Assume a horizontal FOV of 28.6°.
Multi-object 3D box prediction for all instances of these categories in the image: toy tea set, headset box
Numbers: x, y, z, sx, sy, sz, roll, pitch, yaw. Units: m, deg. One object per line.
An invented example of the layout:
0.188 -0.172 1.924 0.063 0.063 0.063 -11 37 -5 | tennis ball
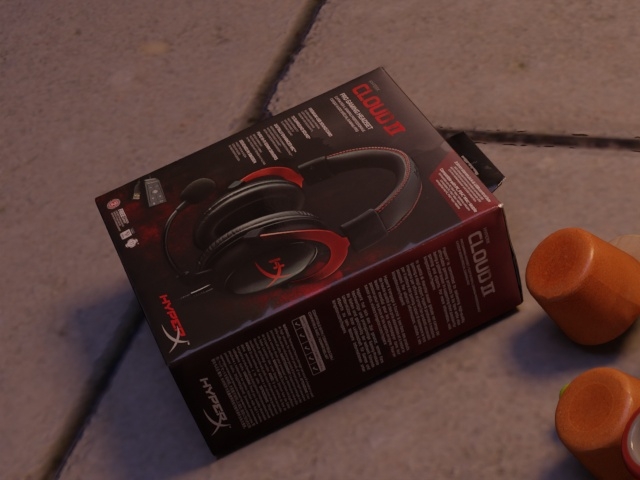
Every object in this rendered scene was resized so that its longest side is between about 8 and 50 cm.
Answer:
0.248 0.107 0.802 0.200 0.124 0.336 -35 39 28 | toy tea set
0.000 0.000 0.974 0.293 0.110 0.218 -25 42 -6 | headset box

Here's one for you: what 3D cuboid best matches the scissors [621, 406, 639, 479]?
0.263 0.133 0.635 0.297 0.021 0.109 -4 56 48 | scissors
